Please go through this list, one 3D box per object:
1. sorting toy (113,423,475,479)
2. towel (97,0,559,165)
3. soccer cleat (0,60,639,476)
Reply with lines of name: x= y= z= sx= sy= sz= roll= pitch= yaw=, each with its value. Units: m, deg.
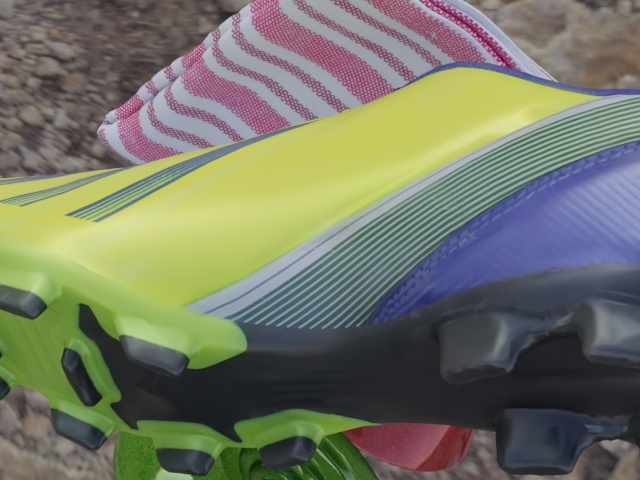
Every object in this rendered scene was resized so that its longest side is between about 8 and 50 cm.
sorting toy: x=0.016 y=0.061 z=0.692 sx=0.127 sy=0.365 sz=0.126 roll=42 pitch=118 yaw=1
towel: x=0.012 y=-0.026 z=0.664 sx=0.144 sy=0.197 sz=0.029 roll=41 pitch=55 yaw=-16
soccer cleat: x=0.001 y=0.001 z=0.541 sx=0.093 sy=0.289 sz=0.121 roll=60 pitch=40 yaw=-44
